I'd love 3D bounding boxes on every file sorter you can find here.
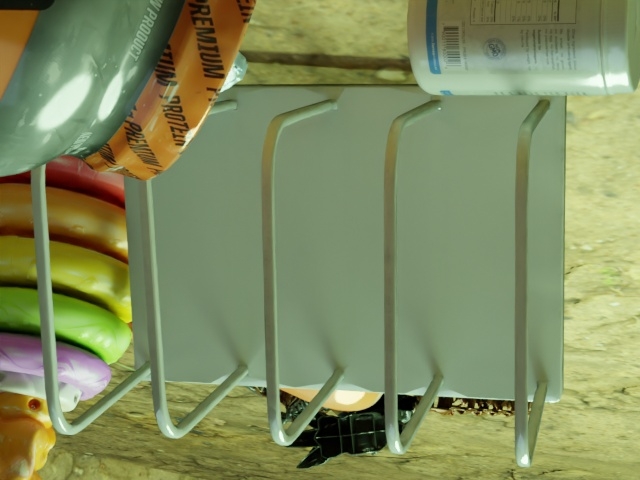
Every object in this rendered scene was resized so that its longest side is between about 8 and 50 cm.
[{"bbox_3d":[-0.007,0.014,0.753,0.277,0.193,0.173,2,-168,15],"label":"file sorter"}]

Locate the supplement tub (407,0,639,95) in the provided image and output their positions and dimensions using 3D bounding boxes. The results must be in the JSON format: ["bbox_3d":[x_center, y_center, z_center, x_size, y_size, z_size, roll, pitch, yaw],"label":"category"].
[{"bbox_3d":[0.102,-0.106,0.651,0.107,0.071,0.071,3,160,20],"label":"supplement tub"}]

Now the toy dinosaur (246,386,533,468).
[{"bbox_3d":[0.050,0.131,1.326,0.321,0.164,0.218,-14,171,12],"label":"toy dinosaur"}]

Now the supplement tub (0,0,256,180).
[{"bbox_3d":[-0.189,-0.141,0.503,0.316,0.194,0.193,17,160,-24],"label":"supplement tub"}]

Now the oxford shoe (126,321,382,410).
[{"bbox_3d":[-0.086,0.014,1.078,0.363,0.130,0.133,20,129,-14],"label":"oxford shoe"}]

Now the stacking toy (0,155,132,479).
[{"bbox_3d":[-0.185,0.054,0.899,0.175,0.302,0.165,21,158,-32],"label":"stacking toy"}]

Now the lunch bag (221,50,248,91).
[{"bbox_3d":[-0.088,-0.117,0.743,0.083,0.053,0.071,9,162,33],"label":"lunch bag"}]
